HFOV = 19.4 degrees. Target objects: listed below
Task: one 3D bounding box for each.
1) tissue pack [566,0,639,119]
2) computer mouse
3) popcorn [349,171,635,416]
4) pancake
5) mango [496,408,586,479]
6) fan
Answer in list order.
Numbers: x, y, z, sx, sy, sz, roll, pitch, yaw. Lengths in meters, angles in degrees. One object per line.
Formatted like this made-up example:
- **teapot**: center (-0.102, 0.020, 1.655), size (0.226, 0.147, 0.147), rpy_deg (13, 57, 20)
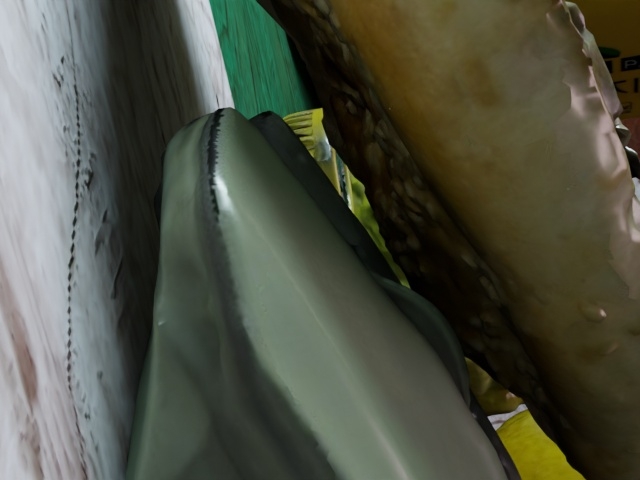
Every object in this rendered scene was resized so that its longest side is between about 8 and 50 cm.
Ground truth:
- **tissue pack**: center (0.167, -0.219, 1.434), size (0.293, 0.382, 0.228), rpy_deg (63, 20, -71)
- **computer mouse**: center (0.033, 0.163, 0.624), size (0.228, 0.146, 0.428), rpy_deg (-9, 89, -82)
- **popcorn**: center (0.116, 0.004, 1.268), size (0.251, 0.206, 0.237), rpy_deg (-20, 145, -52)
- **pancake**: center (0.029, -0.061, 0.731), size (0.387, 0.082, 0.387), rpy_deg (59, -2, 3)
- **mango**: center (0.167, 0.311, 1.041), size (0.301, 0.221, 0.445), rpy_deg (-28, -114, 55)
- **fan**: center (0.000, 0.000, 1.095), size (0.082, 0.039, 0.155), rpy_deg (52, 30, -79)
